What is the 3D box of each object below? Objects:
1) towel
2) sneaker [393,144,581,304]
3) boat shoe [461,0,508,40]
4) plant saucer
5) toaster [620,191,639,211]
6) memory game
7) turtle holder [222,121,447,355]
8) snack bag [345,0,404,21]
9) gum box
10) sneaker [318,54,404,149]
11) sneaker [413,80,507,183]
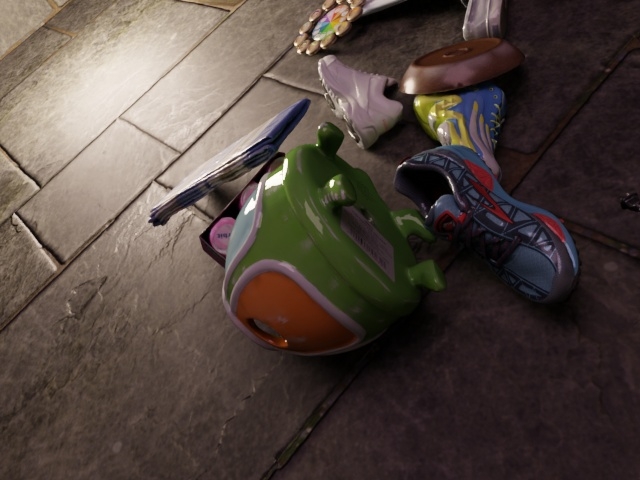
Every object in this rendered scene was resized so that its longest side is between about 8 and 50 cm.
[{"bbox_3d":[-0.151,-0.132,0.986,0.285,0.034,0.209,-27,20,28],"label":"towel"},{"bbox_3d":[0.179,-0.014,0.688,0.125,0.104,0.262,-9,43,-33],"label":"sneaker"},{"bbox_3d":[0.290,-0.441,1.040,0.081,0.079,0.227,-1,57,24],"label":"boat shoe"},{"bbox_3d":[0.218,-0.283,0.926,0.199,0.036,0.198,-14,24,7],"label":"plant saucer"},{"bbox_3d":[0.438,-0.019,0.572,0.146,0.129,0.227,-36,42,-7],"label":"toaster"},{"bbox_3d":[0.019,-0.464,1.236,0.186,0.012,0.186,-27,42,27],"label":"memory game"},{"bbox_3d":[-0.010,-0.003,0.741,0.227,0.243,0.320,-40,46,20],"label":"turtle holder"},{"bbox_3d":[0.216,-0.596,1.196,0.323,0.037,0.342,-1,52,45],"label":"snack bag"},{"bbox_3d":[-0.101,-0.045,0.909,0.062,0.107,0.188,40,76,1],"label":"gum box"},{"bbox_3d":[0.074,-0.256,1.019,0.115,0.090,0.232,-27,54,-1],"label":"sneaker"},{"bbox_3d":[0.227,-0.171,0.844,0.126,0.091,0.240,-28,44,6],"label":"sneaker"}]
